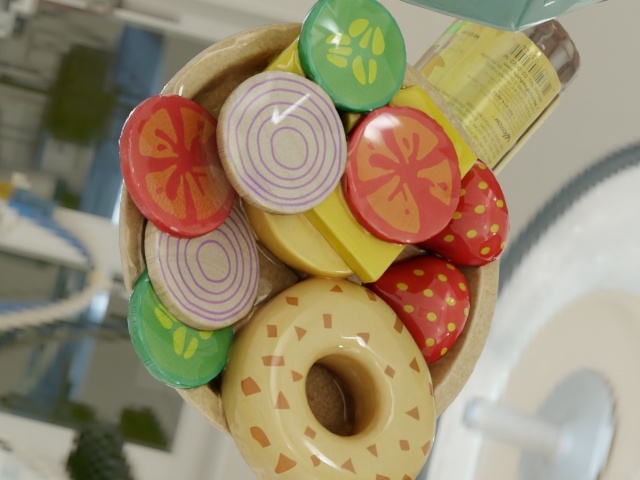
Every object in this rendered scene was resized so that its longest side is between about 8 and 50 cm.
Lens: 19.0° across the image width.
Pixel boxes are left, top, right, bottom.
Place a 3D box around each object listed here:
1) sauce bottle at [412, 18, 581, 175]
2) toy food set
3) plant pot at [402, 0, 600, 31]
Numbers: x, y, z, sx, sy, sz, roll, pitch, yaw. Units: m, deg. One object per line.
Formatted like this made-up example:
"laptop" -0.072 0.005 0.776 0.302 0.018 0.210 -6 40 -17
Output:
"sauce bottle" 0.064 -0.050 1.491 0.344 0.111 0.111 -47 169 -23
"toy food set" 0.000 0.000 0.342 0.083 0.082 0.020 -50 -161 -27
"plant pot" 0.033 -0.190 0.676 0.166 0.234 0.165 -23 146 -41
